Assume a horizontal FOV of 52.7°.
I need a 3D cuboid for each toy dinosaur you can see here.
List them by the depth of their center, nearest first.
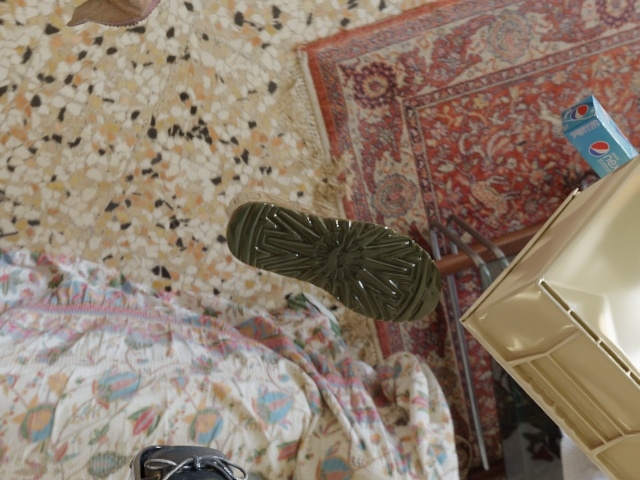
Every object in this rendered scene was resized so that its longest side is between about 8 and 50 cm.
[{"bbox_3d":[-0.248,-0.385,0.900,0.200,0.127,0.296,23,118,-30],"label":"toy dinosaur"}]

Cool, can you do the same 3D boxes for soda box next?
[{"bbox_3d":[0.542,-0.172,1.223,0.067,0.071,0.210,-30,123,36],"label":"soda box"}]

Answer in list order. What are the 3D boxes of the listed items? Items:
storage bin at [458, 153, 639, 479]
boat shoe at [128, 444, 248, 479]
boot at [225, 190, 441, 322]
[{"bbox_3d":[0.335,0.081,0.672,0.260,0.123,0.262,47,57,5],"label":"storage bin"},{"bbox_3d":[-0.209,0.401,1.002,0.186,0.500,0.156,15,72,-22],"label":"boat shoe"},{"bbox_3d":[0.000,0.000,0.753,0.236,0.269,0.089,23,93,-7],"label":"boot"}]
